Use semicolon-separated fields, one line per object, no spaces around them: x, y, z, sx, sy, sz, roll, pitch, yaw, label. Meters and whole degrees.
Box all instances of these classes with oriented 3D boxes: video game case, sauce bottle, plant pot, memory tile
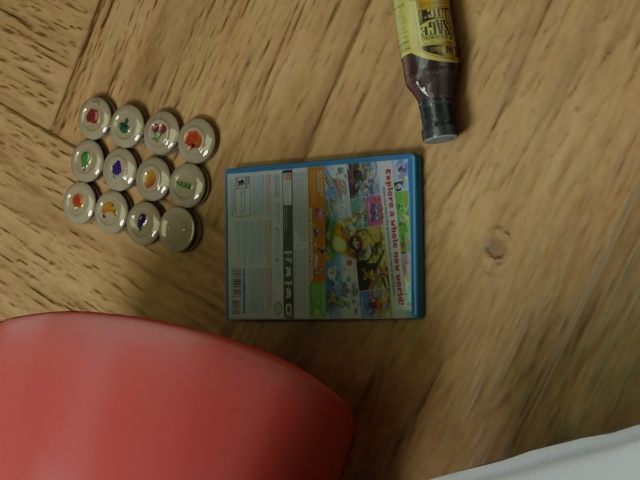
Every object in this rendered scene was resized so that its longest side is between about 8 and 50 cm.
0.000;0.000;0.924;0.166;0.015;0.119;-3;86;31;video game case
0.077;-0.133;0.869;0.042;0.042;0.128;-13;83;30;sauce bottle
-0.129;0.210;0.799;0.275;0.275;0.243;-7;57;31;plant pot
-0.152;-0.055;1.020;0.148;0.012;0.113;15;95;31;memory tile

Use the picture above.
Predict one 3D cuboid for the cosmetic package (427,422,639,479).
0.136;0.335;0.571;0.327;0.329;0.393;-25;55;34;cosmetic package
